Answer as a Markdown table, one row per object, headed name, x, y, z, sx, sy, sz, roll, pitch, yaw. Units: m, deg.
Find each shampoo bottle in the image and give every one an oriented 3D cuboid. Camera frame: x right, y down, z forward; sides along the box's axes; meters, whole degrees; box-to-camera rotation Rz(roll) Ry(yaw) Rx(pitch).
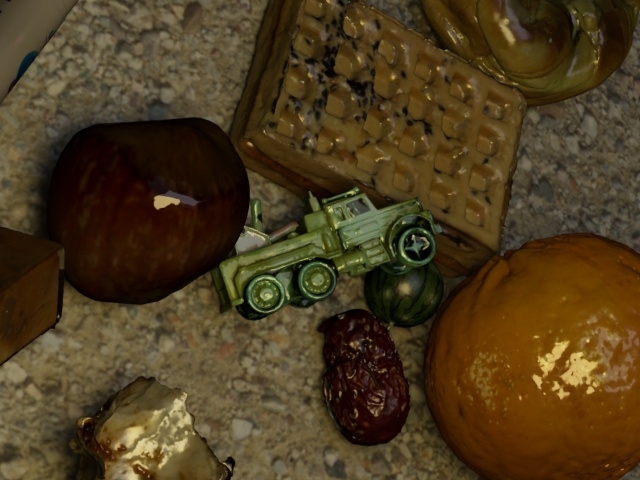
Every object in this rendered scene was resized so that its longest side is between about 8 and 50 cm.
| name | x | y | z | sx | sy | sz | roll | pitch | yaw |
| --- | --- | --- | --- | --- | --- | --- | --- | --- | --- |
| shampoo bottle | -0.343 | -0.230 | 1.853 | 0.092 | 0.092 | 0.303 | 43 | 57 | -18 |

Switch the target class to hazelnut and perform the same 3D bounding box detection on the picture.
| name | x | y | z | sx | sy | sz | roll | pitch | yaw |
| --- | --- | --- | --- | --- | --- | --- | --- | --- | --- |
| hazelnut | -0.181 | -0.029 | 1.844 | 0.234 | 0.218 | 0.218 | -5 | 81 | -36 |

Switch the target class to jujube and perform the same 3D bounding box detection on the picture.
| name | x | y | z | sx | sy | sz | roll | pitch | yaw |
| --- | --- | --- | --- | --- | --- | --- | --- | --- | --- |
| jujube | 0.057 | 0.162 | 2.024 | 0.104 | 0.104 | 0.166 | -1 | 78 | -35 |

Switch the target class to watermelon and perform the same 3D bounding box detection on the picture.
| name | x | y | z | sx | sy | sz | roll | pitch | yaw |
| --- | --- | --- | --- | --- | --- | --- | --- | --- | --- |
| watermelon | 0.102 | 0.062 | 2.081 | 0.109 | 0.109 | 0.109 | 10 | 73 | -33 |

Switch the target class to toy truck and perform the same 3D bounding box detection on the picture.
| name | x | y | z | sx | sy | sz | roll | pitch | yaw |
| --- | --- | --- | --- | --- | --- | --- | --- | --- | --- |
| toy truck | 0.004 | 0.002 | 1.961 | 0.259 | 0.128 | 0.135 | -14 | 86 | -12 |

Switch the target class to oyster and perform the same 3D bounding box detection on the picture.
| name | x | y | z | sx | sy | sz | roll | pitch | yaw |
| --- | --- | --- | --- | --- | --- | --- | --- | --- | --- |
| oyster | -0.169 | 0.314 | 1.809 | 0.198 | 0.133 | 0.337 | -20 | 92 | -39 |

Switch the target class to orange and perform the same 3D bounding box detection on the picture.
| name | x | y | z | sx | sy | sz | roll | pitch | yaw |
| --- | --- | --- | --- | --- | --- | --- | --- | --- | --- |
| orange | 0.283 | 0.141 | 2.036 | 0.340 | 0.340 | 0.293 | -28 | 98 | -36 |

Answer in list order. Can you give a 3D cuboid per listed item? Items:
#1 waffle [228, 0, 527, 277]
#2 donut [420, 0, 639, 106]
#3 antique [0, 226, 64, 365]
| name | x | y | z | sx | sy | sz | roll | pitch | yaw |
| --- | --- | --- | --- | --- | --- | --- | --- | --- | --- |
| waffle | 0.079 | -0.145 | 2.109 | 0.376 | 0.114 | 0.261 | 28 | 64 | -26 |
| donut | 0.284 | -0.364 | 2.277 | 0.360 | 0.170 | 0.360 | 10 | 73 | -35 |
| antique | -0.367 | 0.091 | 1.672 | 0.310 | 0.087 | 0.093 | -42 | 144 | -57 |
